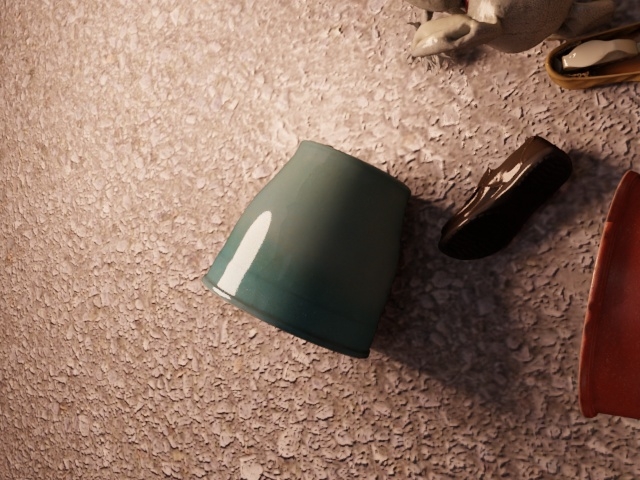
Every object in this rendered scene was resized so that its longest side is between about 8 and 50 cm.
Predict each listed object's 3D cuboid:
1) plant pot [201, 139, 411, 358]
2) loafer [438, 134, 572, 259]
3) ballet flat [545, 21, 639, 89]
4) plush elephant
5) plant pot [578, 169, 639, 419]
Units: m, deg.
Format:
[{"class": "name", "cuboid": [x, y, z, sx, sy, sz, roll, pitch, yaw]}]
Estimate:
[{"class": "plant pot", "cuboid": [0.000, 0.000, 1.027, 0.272, 0.272, 0.255, 25, 91, 36]}, {"class": "loafer", "cuboid": [0.246, -0.056, 0.948, 0.220, 0.080, 0.078, -44, 31, 31]}, {"class": "ballet flat", "cuboid": [0.384, -0.227, 0.830, 0.232, 0.073, 0.080, -9, 85, 38]}, {"class": "plush elephant", "cuboid": [0.207, -0.341, 0.860, 0.255, 0.272, 0.329, 37, 141, 47]}, {"class": "plant pot", "cuboid": [0.427, 0.078, 0.688, 0.265, 0.272, 0.272, 10, 96, 30]}]
